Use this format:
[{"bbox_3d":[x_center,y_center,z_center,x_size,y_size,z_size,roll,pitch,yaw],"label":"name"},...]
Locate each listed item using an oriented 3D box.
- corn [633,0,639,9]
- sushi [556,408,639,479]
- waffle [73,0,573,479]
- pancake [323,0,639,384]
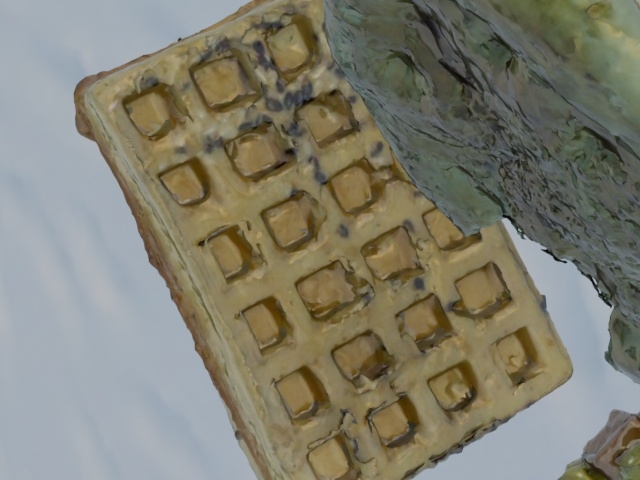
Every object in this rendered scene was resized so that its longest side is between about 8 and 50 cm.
[{"bbox_3d":[0.219,-0.191,1.175,0.092,0.037,0.037,53,132,39],"label":"corn"},{"bbox_3d":[0.434,0.276,1.515,0.328,0.285,0.328,39,164,38],"label":"sushi"},{"bbox_3d":[0.000,0.000,1.126,0.376,0.261,0.114,63,165,-9],"label":"waffle"},{"bbox_3d":[0.086,-0.023,0.519,0.037,0.254,0.253,-44,35,-11],"label":"pancake"}]
